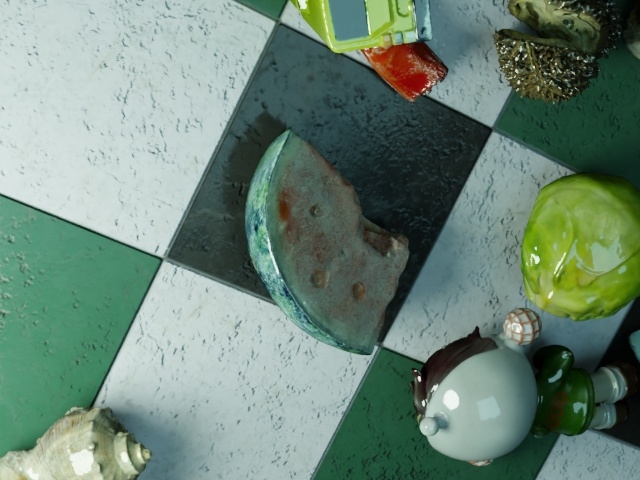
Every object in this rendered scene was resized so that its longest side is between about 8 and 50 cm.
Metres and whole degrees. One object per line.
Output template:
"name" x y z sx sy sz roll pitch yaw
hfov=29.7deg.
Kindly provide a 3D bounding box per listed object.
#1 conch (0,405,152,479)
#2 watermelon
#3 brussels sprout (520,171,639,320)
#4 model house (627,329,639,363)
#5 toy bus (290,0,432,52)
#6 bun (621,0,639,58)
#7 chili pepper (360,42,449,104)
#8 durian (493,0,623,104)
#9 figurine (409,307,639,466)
"conch" -0.324 0.312 1.612 0.245 0.163 0.178 -12 95 18
"watermelon" 0.000 0.000 1.643 0.226 0.148 0.318 -23 99 -28
"brussels sprout" 0.380 0.007 1.722 0.223 0.161 0.223 -5 103 -21
"model house" 0.632 0.247 1.802 0.226 0.261 0.241 -24 119 6
"toy bus" 0.042 -0.315 1.468 0.150 0.262 0.128 -11 110 -6
"bun" 0.547 -0.350 1.628 0.281 0.205 0.281 -13 117 -26
"chili pepper" 0.106 -0.248 1.608 0.123 0.073 0.070 39 63 -26
"durian" 0.326 -0.269 1.624 0.196 0.167 0.196 -18 127 -24
"figurine" 0.293 0.232 1.770 0.370 0.167 0.281 1 121 -23
